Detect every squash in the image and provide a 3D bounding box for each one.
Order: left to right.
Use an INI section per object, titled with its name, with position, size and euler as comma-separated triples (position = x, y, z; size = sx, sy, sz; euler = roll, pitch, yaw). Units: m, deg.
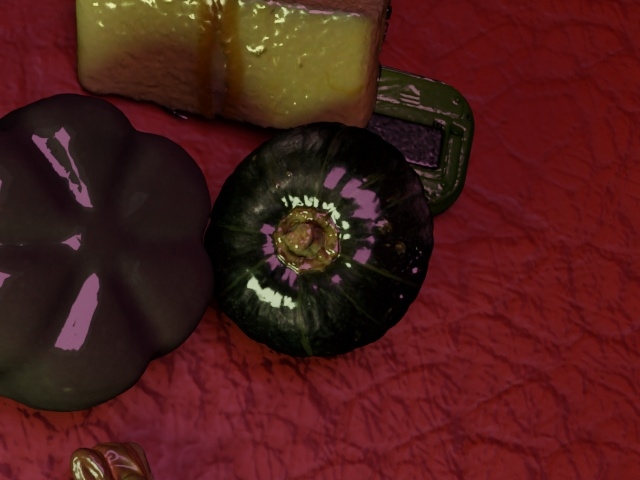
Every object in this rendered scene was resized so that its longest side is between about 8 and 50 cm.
[squash]
position = -0.001, -0.001, 1.325
size = 0.193, 0.156, 0.193
euler = 3, 111, 8

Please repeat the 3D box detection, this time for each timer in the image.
[timer]
position = 0.065, -0.089, 1.426
size = 0.140, 0.047, 0.128
euler = 15, 72, -7

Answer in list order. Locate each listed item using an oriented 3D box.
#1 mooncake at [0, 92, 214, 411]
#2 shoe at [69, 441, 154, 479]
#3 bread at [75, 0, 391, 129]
[mooncake]
position = -0.198, 0.010, 1.262
size = 0.245, 0.133, 0.245
euler = 5, 81, -33
[shoe]
position = -0.164, 0.211, 1.274
size = 0.069, 0.072, 0.109
euler = 15, 71, -50
[bread]
position = -0.075, -0.188, 1.382
size = 0.266, 0.142, 0.178
euler = 8, 85, 5
